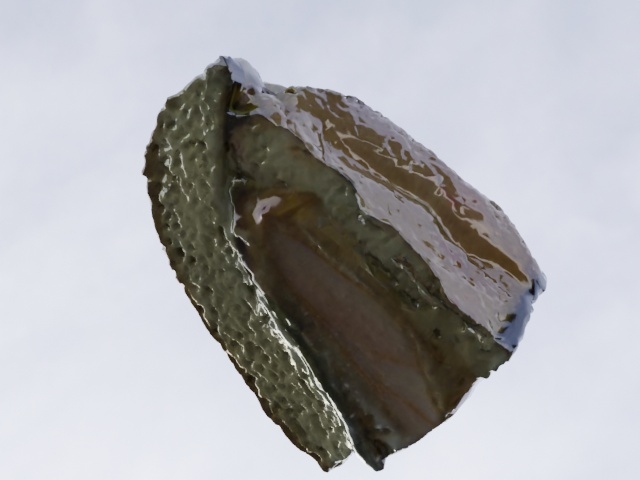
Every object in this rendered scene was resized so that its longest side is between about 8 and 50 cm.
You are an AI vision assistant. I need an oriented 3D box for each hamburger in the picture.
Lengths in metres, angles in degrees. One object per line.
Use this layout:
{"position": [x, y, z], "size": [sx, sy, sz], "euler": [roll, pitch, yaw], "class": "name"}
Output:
{"position": [0.000, 0.000, 0.786], "size": [0.207, 0.155, 0.135], "euler": [42, -62, -6], "class": "hamburger"}
